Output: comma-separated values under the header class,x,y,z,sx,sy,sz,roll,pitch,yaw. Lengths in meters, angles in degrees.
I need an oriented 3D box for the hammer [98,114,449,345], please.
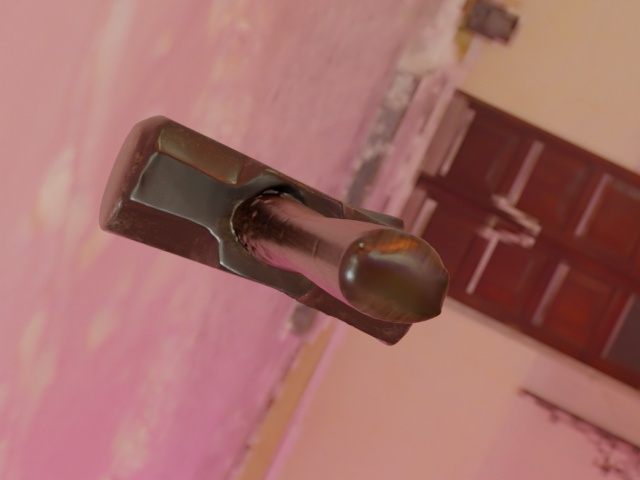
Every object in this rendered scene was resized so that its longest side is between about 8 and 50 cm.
class,x,y,z,sx,sy,sz,roll,pitch,yaw
hammer,0.000,0.000,0.975,0.095,0.242,0.409,-68,-166,-2
